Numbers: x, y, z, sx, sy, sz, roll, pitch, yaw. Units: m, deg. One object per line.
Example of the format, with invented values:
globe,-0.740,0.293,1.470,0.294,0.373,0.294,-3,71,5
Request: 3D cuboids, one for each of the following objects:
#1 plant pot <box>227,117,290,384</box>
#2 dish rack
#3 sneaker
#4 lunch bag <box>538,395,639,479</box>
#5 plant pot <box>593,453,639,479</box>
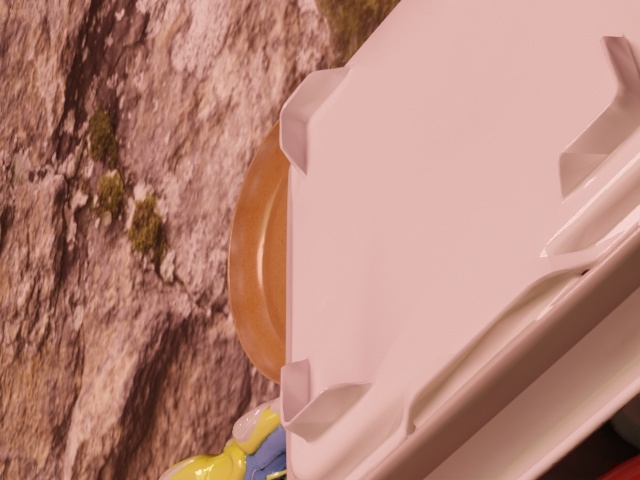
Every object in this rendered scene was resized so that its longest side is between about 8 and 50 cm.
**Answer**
plant pot,0.000,0.000,1.097,0.236,0.032,0.236,-17,68,52
dish rack,0.067,-0.044,0.606,0.285,0.072,0.333,-46,26,28
sneaker,-0.030,0.198,1.064,0.240,0.091,0.126,-39,70,44
lunch bag,0.160,0.073,0.673,0.262,0.223,0.160,-57,33,25
plant pot,0.170,0.254,0.569,0.243,0.275,0.275,105,154,-53
